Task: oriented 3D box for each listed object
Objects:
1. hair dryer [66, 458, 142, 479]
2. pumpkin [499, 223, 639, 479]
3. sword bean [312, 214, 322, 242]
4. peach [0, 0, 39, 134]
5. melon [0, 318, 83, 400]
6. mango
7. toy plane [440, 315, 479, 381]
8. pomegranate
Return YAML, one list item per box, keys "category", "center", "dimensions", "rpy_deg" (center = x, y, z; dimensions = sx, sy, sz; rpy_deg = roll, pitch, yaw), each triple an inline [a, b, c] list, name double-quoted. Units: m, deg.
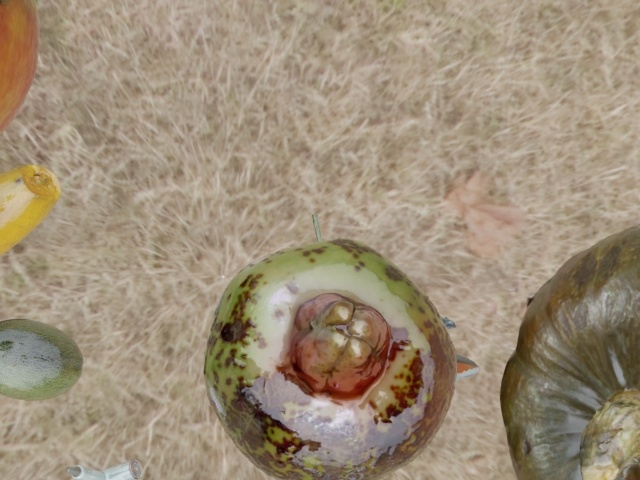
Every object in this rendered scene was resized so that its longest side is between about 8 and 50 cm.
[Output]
- category: "hair dryer"
  center: [-0.444, 0.441, 1.924]
  dimensions: [0.154, 0.183, 0.044]
  rpy_deg: [-25, 64, 18]
- category: "pumpkin"
  center: [0.217, 0.111, 0.624]
  dimensions: [0.189, 0.260, 0.260]
  rpy_deg: [-3, 88, -32]
- category: "sword bean"
  center: [0.000, 0.000, 1.597]
  dimensions: [0.012, 0.012, 0.083]
  rpy_deg: [-15, 95, -6]
- category: "peach"
  center: [-0.459, -0.189, 0.997]
  dimensions: [0.369, 0.370, 0.370]
  rpy_deg: [0, 88, -5]
- category: "melon"
  center: [-0.415, 0.166, 1.457]
  dimensions: [0.167, 0.114, 0.114]
  rpy_deg: [20, 86, -36]
- category: "mango"
  center: [-0.649, -0.028, 1.938]
  dimensions: [0.359, 0.187, 0.144]
  rpy_deg: [-27, 83, -9]
- category: "toy plane"
  center: [0.094, 0.127, 1.240]
  dimensions: [0.223, 0.326, 0.104]
  rpy_deg: [-25, 70, 37]
- category: "pomegranate"
  center: [0.013, 0.094, 0.837]
  dimensions: [0.214, 0.248, 0.214]
  rpy_deg: [2, 73, -8]
